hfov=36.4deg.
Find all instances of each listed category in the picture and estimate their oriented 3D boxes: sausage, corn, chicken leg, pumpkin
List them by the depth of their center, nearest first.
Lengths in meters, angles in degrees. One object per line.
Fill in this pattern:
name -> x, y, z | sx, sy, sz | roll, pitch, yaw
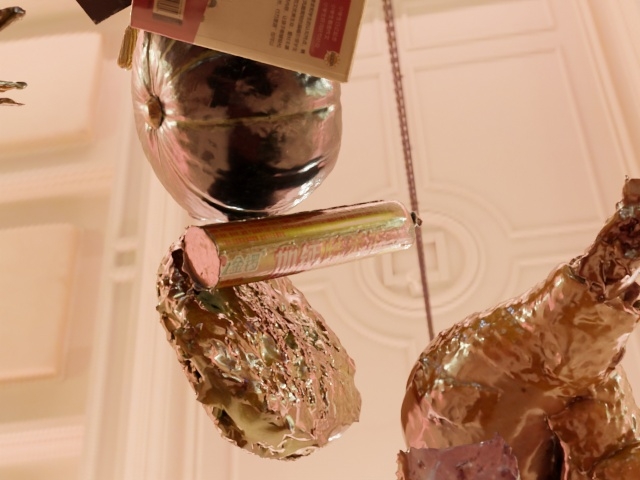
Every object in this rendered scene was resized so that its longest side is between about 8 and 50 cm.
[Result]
chicken leg -> 0.230, 0.132, 0.846 | 0.182, 0.409, 0.295 | -18, -124, -36
sausage -> 0.000, 0.000, 1.170 | 0.371, 0.082, 0.082 | -10, -138, -43
pumpkin -> -0.111, -0.177, 1.250 | 0.241, 0.323, 0.323 | -11, -130, -21
corn -> -0.352, -0.357, 1.800 | 0.037, 0.037, 0.092 | 6, -103, 15

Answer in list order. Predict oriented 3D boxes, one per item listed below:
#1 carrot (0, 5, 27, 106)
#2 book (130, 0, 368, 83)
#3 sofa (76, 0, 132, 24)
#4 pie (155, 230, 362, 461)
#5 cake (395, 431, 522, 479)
carrot -> -0.355, -0.143, 0.693 | 0.331, 0.193, 0.214 | 8, -84, 46
book -> -0.065, -0.260, 0.953 | 0.231, 0.162, 0.022 | 15, -157, 3
sofa -> -0.291, -0.354, 1.216 | 0.085, 0.147, 0.060 | -27, -137, 11
pie -> -0.076, 0.129, 1.181 | 0.103, 0.354, 0.288 | -40, -124, 18
cake -> 0.119, 0.299, 0.824 | 0.115, 0.295, 0.113 | -14, -139, -18
